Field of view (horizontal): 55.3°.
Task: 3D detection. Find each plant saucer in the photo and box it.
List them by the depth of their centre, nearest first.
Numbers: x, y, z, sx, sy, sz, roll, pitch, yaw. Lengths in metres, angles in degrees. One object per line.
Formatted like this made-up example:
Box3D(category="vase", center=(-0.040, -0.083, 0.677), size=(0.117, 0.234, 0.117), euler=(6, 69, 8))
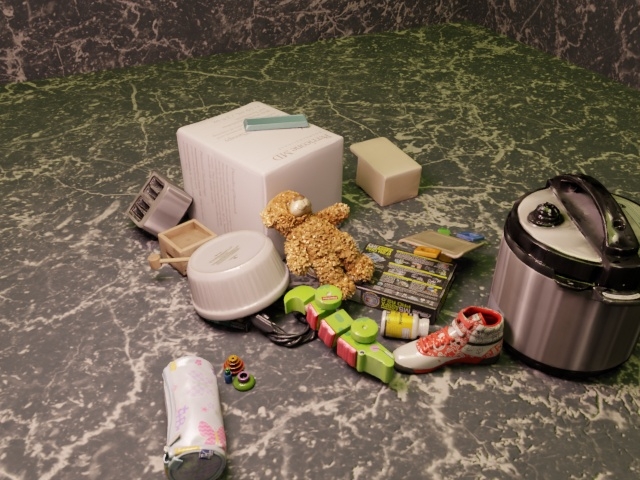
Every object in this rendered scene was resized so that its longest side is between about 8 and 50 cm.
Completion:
Box3D(category="plant saucer", center=(-0.133, -0.353, 1.820), size=(0.192, 0.018, 0.067), euler=(-7, 35, -9))

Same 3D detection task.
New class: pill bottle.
Box3D(category="pill bottle", center=(0.211, 0.213, 1.528), size=(0.116, 0.065, 0.065), euler=(6, 35, 8))

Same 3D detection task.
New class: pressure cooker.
Box3D(category="pressure cooker", center=(0.599, 0.064, 1.433), size=(0.370, 0.420, 0.375), euler=(29, 43, 36))

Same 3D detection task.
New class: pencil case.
Box3D(category="pencil case", center=(-0.266, 0.366, 1.261), size=(0.124, 0.113, 0.273), euler=(13, 29, -22))

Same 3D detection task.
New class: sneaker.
Box3D(category="sneaker", center=(0.299, 0.226, 1.438), size=(0.270, 0.145, 0.090), euler=(-4, 35, -5))

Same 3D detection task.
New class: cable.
Box3D(category="cable", center=(-0.091, 0.201, 1.565), size=(0.184, 0.047, 0.150), euler=(26, 31, 17))

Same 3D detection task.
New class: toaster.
Box3D(category="toaster", center=(-0.495, -0.103, 1.886), size=(0.185, 0.110, 0.168), euler=(36, 92, 45))

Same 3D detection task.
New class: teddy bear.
Box3D(category="teddy bear", center=(0.000, 0.000, 1.593), size=(0.245, 0.113, 0.338), euler=(-23, 80, -20))

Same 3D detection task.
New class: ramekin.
Box3D(category="ramekin", center=(-0.222, 0.079, 1.595), size=(0.272, 0.127, 0.273), euler=(-12, 29, 7))

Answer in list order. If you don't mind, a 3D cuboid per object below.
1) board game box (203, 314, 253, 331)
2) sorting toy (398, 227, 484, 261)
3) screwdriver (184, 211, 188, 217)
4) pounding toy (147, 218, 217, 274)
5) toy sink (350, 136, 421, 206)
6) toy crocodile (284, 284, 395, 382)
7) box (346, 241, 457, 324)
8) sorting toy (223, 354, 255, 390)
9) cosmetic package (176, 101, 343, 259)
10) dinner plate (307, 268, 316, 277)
Box3D(category="board game box", center=(-0.214, 0.163, 1.634), size=(0.126, 0.026, 0.186), euler=(11, 36, 16))
Box3D(category="sorting toy", center=(0.345, 0.020, 1.753), size=(0.196, 0.047, 0.347), euler=(15, 17, 33))
Box3D(category="screwdriver", center=(-0.498, -0.077, 1.996), size=(0.169, 0.024, 0.025), euler=(-9, 5, -1))
Box3D(category="pounding toy", center=(-0.393, 0.047, 1.742), size=(0.206, 0.094, 0.181), euler=(-27, 42, -33))
Box3D(category="toy sink", center=(0.217, -0.239, 2.128), size=(0.152, 0.131, 0.234), euler=(-18, 43, -24))
Box3D(category="toy crocodile", center=(0.045, 0.216, 1.461), size=(0.105, 0.115, 0.340), euler=(-27, 51, -32))
Box3D(category="box", center=(0.216, 0.111, 1.682), size=(0.270, 0.060, 0.216), euler=(14, 37, 20))
Box3D(category="sorting toy", center=(-0.195, 0.302, 1.418), size=(0.061, 0.042, 0.102), euler=(-22, 40, -28))
Box3D(category="cosmetic package", center=(-0.179, -0.184, 1.876), size=(0.393, 0.327, 0.329), euler=(29, 44, 34))
Box3D(category="dinner plate", center=(0.018, 0.072, 1.775), size=(0.141, 0.017, 0.141), euler=(0, 34, 0))
